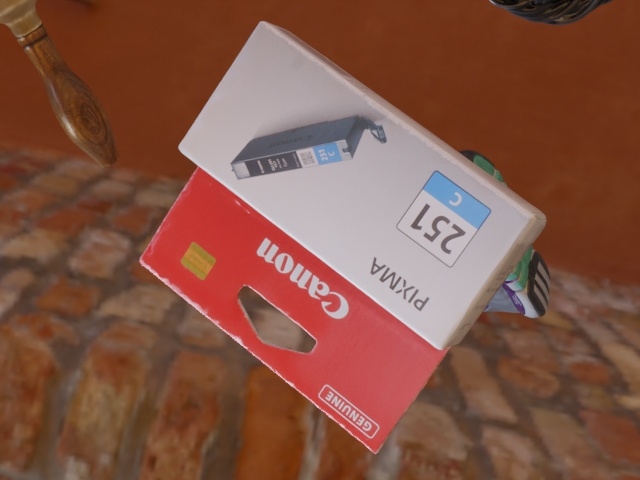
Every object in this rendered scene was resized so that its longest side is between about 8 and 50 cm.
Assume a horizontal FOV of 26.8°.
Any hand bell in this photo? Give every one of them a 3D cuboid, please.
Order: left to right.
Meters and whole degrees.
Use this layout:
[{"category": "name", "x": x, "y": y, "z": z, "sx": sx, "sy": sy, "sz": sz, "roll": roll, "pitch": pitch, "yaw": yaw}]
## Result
[{"category": "hand bell", "x": -0.237, "y": -0.164, "z": 1.124, "sx": 0.242, "sy": 0.126, "sz": 0.126, "roll": 60, "pitch": -167, "yaw": -23}]

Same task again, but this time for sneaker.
[{"category": "sneaker", "x": 0.147, "y": 0.004, "z": 1.323, "sx": 0.098, "sy": 0.223, "sz": 0.083, "roll": -6, "pitch": 45, "yaw": 29}]

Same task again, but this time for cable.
[{"category": "cable", "x": 0.255, "y": -0.294, "z": 1.389, "sx": 0.185, "sy": 0.150, "sz": 0.047, "roll": -31, "pitch": 41, "yaw": 7}]

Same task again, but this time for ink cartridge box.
[{"category": "ink cartridge box", "x": 0.000, "y": 0.000, "z": 1.164, "sx": 0.261, "sy": 0.296, "sz": 0.066, "roll": -56, "pitch": -16, "yaw": 12}]
